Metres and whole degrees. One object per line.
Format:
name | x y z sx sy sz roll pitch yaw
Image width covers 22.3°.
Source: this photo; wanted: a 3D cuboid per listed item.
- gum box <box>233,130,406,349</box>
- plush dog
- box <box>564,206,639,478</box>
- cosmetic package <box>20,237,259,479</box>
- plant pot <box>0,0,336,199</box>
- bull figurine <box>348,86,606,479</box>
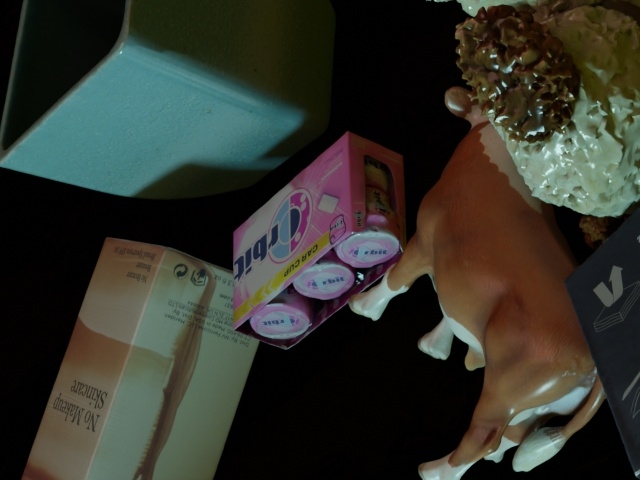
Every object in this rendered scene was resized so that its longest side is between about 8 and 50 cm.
gum box | 0.000 0.000 1.397 0.188 0.062 0.107 -40 39 41
plush dog | 0.173 -0.115 1.020 0.211 0.262 0.225 -16 52 33
box | 0.240 0.042 0.934 0.156 0.093 0.158 -49 35 31
cosmetic package | -0.169 0.158 1.508 0.153 0.129 0.296 5 76 59
plant pot | -0.127 -0.176 1.536 0.247 0.252 0.247 -33 44 46
bull figurine | 0.117 0.030 1.146 0.188 0.101 0.310 -57 28 27
